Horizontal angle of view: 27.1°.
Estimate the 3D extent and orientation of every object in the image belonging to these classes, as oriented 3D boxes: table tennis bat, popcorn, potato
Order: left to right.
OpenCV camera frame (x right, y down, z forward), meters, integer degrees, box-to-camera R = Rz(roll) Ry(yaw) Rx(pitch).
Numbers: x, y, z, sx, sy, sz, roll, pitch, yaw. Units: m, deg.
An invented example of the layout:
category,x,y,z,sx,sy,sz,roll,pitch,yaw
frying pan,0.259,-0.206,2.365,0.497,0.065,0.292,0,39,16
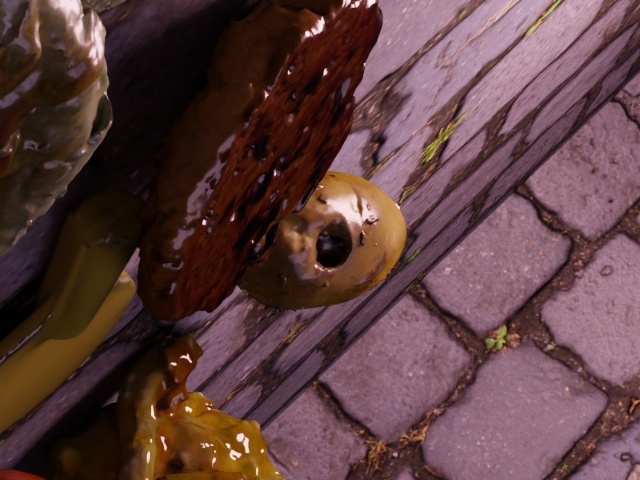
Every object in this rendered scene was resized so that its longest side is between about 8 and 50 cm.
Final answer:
category,x,y,z,sx,sy,sz,roll,pitch,yaw
table tennis bat,-0.224,0.072,1.092,0.224,0.054,0.369,-38,171,-40
popcorn,-0.180,0.294,1.540,0.290,0.326,0.321,-41,125,-3
potato,0.000,0.000,1.384,0.173,0.140,0.300,-16,174,13

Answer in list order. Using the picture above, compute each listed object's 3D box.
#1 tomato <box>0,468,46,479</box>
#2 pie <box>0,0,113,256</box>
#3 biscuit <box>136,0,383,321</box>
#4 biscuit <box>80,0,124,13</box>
category,x,y,z,sx,sy,sz,roll,pitch,yaw
tomato,-0.310,0.319,1.279,0.208,0.208,0.184,-53,-178,36
pie,-0.224,-0.023,0.594,0.306,0.071,0.306,-35,162,-13
biscuit,-0.053,-0.075,0.991,0.289,0.081,0.334,-60,172,-1
biscuit,-0.104,-0.175,0.625,0.121,0.040,0.199,-31,164,-42
